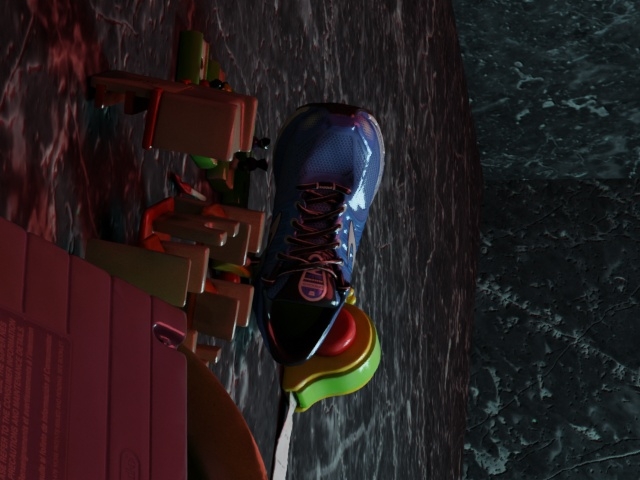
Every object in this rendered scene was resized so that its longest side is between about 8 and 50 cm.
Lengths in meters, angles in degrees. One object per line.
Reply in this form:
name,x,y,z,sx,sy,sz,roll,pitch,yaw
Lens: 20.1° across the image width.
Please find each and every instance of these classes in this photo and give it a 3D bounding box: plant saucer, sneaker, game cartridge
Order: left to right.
game cartridge,-0.184,0.155,1.139,0.230,0.068,0.355,27,43,-32
plant saucer,-0.137,0.169,1.380,0.037,0.241,0.241,-30,124,-41
sneaker,0.000,0.000,1.984,0.147,0.130,0.330,-97,-165,-56

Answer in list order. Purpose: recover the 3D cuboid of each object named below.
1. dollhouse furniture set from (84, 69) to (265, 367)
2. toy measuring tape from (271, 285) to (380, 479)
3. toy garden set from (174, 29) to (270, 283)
dollhouse furniture set,-0.145,-0.012,1.601,0.262,0.135,0.259,-40,140,-74
toy measuring tape,0.012,0.188,2.266,0.121,0.121,0.330,73,21,-54
toy garden set,-0.100,-0.076,1.899,0.244,0.049,0.203,60,32,-66
